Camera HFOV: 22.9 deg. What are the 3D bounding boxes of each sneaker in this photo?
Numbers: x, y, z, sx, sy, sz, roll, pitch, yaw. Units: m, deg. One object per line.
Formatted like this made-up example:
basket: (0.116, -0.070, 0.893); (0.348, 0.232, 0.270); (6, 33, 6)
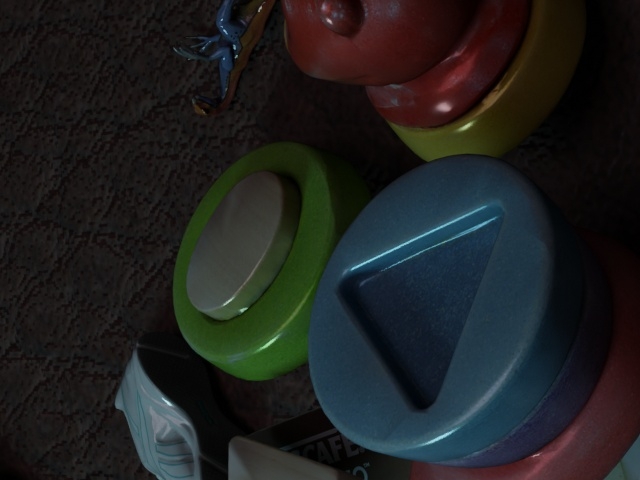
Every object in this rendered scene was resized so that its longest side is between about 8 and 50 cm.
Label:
sneaker: (-0.076, 0.130, 0.958); (0.152, 0.054, 0.061); (58, 134, 25)

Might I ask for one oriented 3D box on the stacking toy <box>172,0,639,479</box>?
stacking toy: (0.000, 0.000, 0.740); (0.279, 0.130, 0.309); (-36, 46, 29)

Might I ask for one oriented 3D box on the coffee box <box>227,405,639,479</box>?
coffee box: (0.088, 0.125, 0.793); (0.246, 0.098, 0.141); (-24, 80, 37)

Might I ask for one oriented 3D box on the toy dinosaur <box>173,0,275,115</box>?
toy dinosaur: (-0.052, -0.111, 0.916); (0.090, 0.047, 0.082); (5, 117, 27)

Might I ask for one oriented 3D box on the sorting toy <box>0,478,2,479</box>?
sorting toy: (-0.168, 0.316, 1.037); (0.365, 0.127, 0.126); (43, 148, 24)
